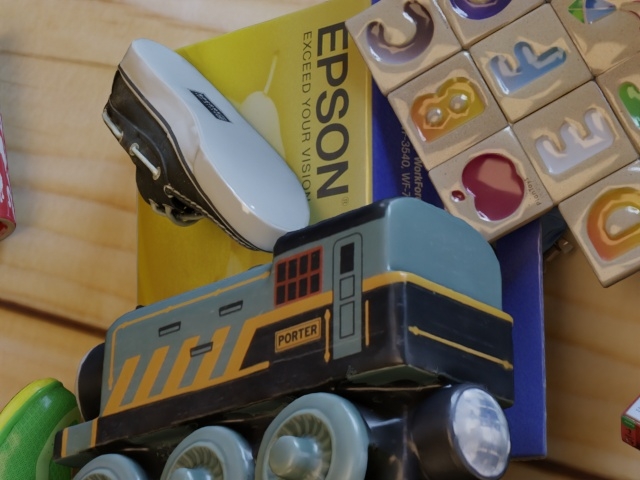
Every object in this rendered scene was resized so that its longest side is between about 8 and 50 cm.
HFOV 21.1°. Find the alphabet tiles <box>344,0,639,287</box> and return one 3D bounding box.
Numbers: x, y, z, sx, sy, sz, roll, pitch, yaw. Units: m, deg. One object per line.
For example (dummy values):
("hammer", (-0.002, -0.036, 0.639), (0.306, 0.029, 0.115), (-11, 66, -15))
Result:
("alphabet tiles", (0.198, -0.147, 1.021), (0.342, 0.011, 0.285), (-30, 72, 8))

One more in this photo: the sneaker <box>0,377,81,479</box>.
("sneaker", (-0.199, 0.245, 1.207), (0.123, 0.109, 0.296), (7, 82, 10))

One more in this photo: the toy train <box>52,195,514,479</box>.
("toy train", (-0.029, 0.100, 0.992), (0.334, 0.142, 0.190), (-21, 58, 42))

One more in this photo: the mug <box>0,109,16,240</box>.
("mug", (-0.294, -0.077, 1.334), (0.113, 0.150, 0.169), (-12, 75, -8))

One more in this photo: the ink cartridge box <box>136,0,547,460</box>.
("ink cartridge box", (0.000, 0.000, 1.110), (0.307, 0.072, 0.304), (-13, 72, 43))

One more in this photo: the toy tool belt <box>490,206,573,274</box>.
("toy tool belt", (0.129, -0.003, 1.070), (0.083, 0.052, 0.051), (-50, 51, 14))

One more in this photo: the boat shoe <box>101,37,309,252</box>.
("boat shoe", (-0.078, -0.047, 1.102), (0.070, 0.077, 0.219), (-58, 41, 18))

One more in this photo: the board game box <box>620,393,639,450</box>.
("board game box", (0.314, 0.116, 0.897), (0.281, 0.027, 0.145), (28, 58, 33))
